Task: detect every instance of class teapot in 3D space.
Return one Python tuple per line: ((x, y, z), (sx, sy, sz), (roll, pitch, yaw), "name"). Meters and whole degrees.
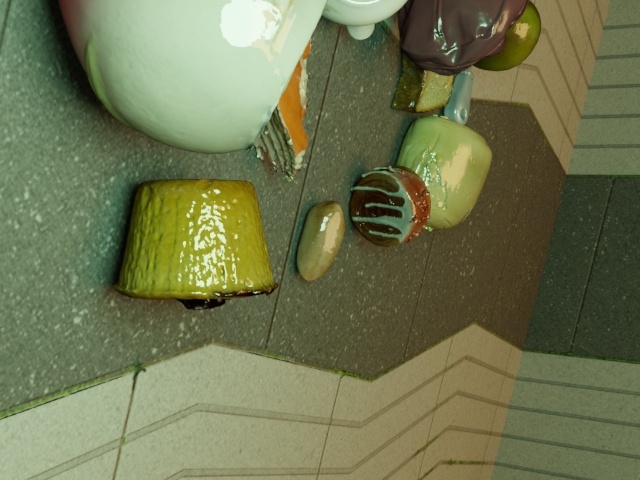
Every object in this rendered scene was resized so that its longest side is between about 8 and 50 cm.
((0.055, -0.447, 1.254), (0.139, 0.204, 0.298), (-104, -172, -65), "teapot")

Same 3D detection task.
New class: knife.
((0.343, -0.424, 1.913), (0.080, 0.044, 0.331), (27, 73, -48), "knife")

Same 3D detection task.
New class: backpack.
((0.265, -0.443, 1.463), (0.197, 0.283, 0.317), (30, 67, -49), "backpack")

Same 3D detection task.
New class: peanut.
((0.000, 0.000, 1.463), (0.076, 0.076, 0.152), (13, 97, -61), "peanut")

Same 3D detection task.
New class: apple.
((0.393, -0.466, 1.820), (0.196, 0.196, 0.157), (-41, 148, -45), "apple")

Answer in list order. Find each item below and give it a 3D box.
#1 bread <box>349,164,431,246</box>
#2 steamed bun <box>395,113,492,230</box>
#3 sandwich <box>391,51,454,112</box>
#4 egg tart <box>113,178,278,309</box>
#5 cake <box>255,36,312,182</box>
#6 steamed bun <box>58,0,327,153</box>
((0.134, -0.067, 1.580), (0.073, 0.160, 0.161), (-19, 119, -50), "bread")
((0.274, -0.135, 1.785), (0.273, 0.166, 0.232), (32, 74, -60), "steamed bun")
((0.221, -0.377, 1.684), (0.186, 0.065, 0.215), (-28, 126, -54), "sandwich")
((-0.162, 0.006, 1.064), (0.215, 0.215, 0.171), (-6, 96, -60), "egg tart")
((-0.060, -0.225, 1.223), (0.135, 0.098, 0.287), (-43, 137, -44), "cake")
((-0.156, -0.259, 0.897), (0.309, 0.309, 0.309), (-34, 131, -50), "steamed bun")
